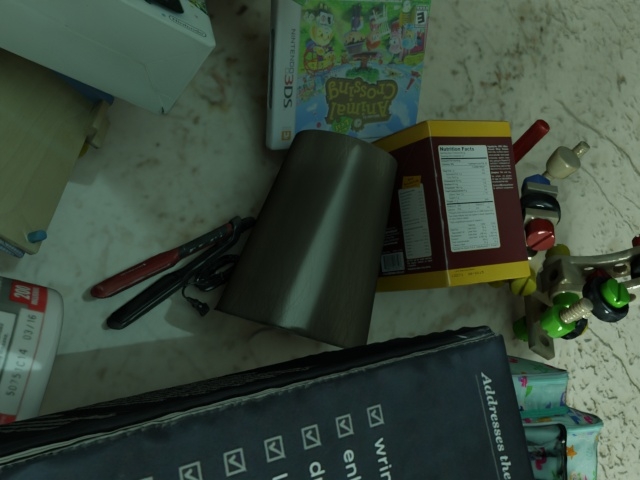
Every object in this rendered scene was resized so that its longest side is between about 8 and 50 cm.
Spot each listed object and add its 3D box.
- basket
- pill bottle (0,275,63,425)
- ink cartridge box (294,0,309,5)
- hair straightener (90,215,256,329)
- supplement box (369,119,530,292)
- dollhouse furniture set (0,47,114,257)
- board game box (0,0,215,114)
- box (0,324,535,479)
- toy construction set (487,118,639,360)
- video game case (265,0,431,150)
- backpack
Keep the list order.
[{"bbox_3d":[0.000,0.000,0.813,0.204,0.154,0.226,25,78,-44],"label":"basket"},{"bbox_3d":[-0.388,0.087,0.603,0.283,0.161,0.161,18,75,-26],"label":"pill bottle"},{"bbox_3d":[-0.085,-0.397,0.764,0.211,0.121,0.289,25,28,-21],"label":"ink cartridge box"},{"bbox_3d":[-0.149,0.042,0.818,0.230,0.047,0.089,-33,116,-34],"label":"hair straightener"},{"bbox_3d":[0.142,-0.038,0.893,0.129,0.191,0.194,-4,86,-29],"label":"supplement box"},{"bbox_3d":[-0.384,-0.069,0.635,0.303,0.198,0.286,38,53,-43],"label":"dollhouse furniture set"},{"bbox_3d":[-0.237,-0.282,0.666,0.224,0.097,0.303,21,36,-36],"label":"board game box"},{"bbox_3d":[-0.061,0.343,0.509,0.472,0.297,0.479,-4,80,-40],"label":"box"},{"bbox_3d":[0.309,0.022,0.989,0.258,0.237,0.308,3,56,-30],"label":"toy construction set"},{"bbox_3d":[0.036,-0.213,0.863,0.212,0.023,0.193,-8,116,-26],"label":"video game case"},{"bbox_3d":[0.225,0.241,0.886,0.254,0.225,0.191,14,82,-31],"label":"backpack"}]
